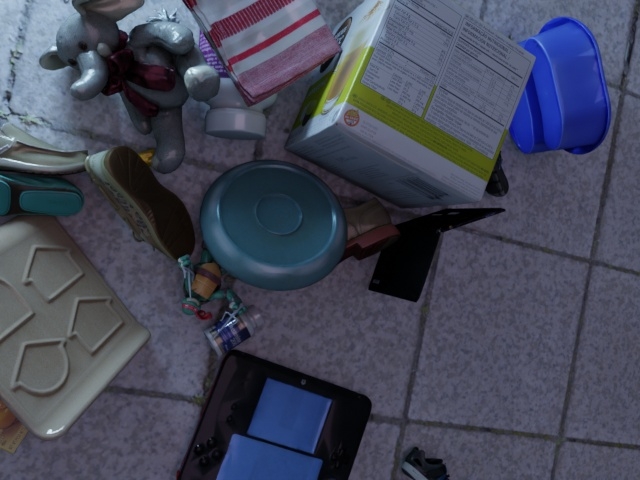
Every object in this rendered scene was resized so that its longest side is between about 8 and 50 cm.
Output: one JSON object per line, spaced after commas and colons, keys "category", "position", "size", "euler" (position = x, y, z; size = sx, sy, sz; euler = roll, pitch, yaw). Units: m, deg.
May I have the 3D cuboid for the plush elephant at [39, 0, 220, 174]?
{"category": "plush elephant", "position": [-0.367, -0.329, 1.125], "size": [0.256, 0.272, 0.329], "euler": [0, 63, -34]}

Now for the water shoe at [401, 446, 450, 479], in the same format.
{"category": "water shoe", "position": [0.295, 0.587, 1.504], "size": [0.203, 0.073, 0.080], "euler": [37, 77, -19]}

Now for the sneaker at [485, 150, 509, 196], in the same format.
{"category": "sneaker", "position": [0.415, -0.236, 1.509], "size": [0.106, 0.101, 0.267], "euler": [-33, 103, -19]}

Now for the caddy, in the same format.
{"category": "caddy", "position": [0.586, -0.370, 1.498], "size": [0.179, 0.241, 0.340], "euler": [-18, 98, -15]}

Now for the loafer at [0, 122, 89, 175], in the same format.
{"category": "loafer", "position": [-0.564, -0.171, 1.132], "size": [0.269, 0.102, 0.091], "euler": [2, 93, -23]}

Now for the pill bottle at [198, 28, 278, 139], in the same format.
{"category": "pill bottle", "position": [-0.167, -0.365, 1.244], "size": [0.170, 0.169, 0.301], "euler": [3, 90, -21]}

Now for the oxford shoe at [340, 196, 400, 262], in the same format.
{"category": "oxford shoe", "position": [0.000, 0.000, 1.369], "size": [0.349, 0.123, 0.130], "euler": [-17, 71, -18]}

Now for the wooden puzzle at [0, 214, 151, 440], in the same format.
{"category": "wooden puzzle", "position": [-0.514, 0.142, 1.100], "size": [0.081, 0.322, 0.347], "euler": [-32, 103, 28]}

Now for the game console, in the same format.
{"category": "game console", "position": [-0.097, 0.461, 1.357], "size": [0.387, 0.060, 0.341], "euler": [24, 83, -21]}

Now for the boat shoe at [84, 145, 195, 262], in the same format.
{"category": "boat shoe", "position": [-0.350, -0.067, 1.211], "size": [0.285, 0.090, 0.104], "euler": [62, 38, -35]}

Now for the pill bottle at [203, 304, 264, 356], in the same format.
{"category": "pill bottle", "position": [-0.185, 0.191, 1.309], "size": [0.120, 0.067, 0.067], "euler": [-32, 102, -17]}

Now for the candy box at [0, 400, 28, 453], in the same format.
{"category": "candy box", "position": [-0.652, 0.233, 1.119], "size": [0.317, 0.088, 0.182], "euler": [36, 79, -19]}

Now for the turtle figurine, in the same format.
{"category": "turtle figurine", "position": [-0.232, 0.076, 1.262], "size": [0.175, 0.118, 0.234], "euler": [38, 63, -33]}

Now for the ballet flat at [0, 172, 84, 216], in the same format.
{"category": "ballet flat", "position": [-0.576, -0.088, 1.136], "size": [0.248, 0.087, 0.083], "euler": [4, 110, -32]}

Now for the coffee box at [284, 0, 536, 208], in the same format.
{"category": "coffee box", "position": [0.173, -0.289, 1.287], "size": [0.338, 0.338, 0.334], "euler": [25, 83, -19]}

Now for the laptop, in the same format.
{"category": "laptop", "position": [0.257, 0.023, 1.385], "size": [0.265, 0.234, 0.136], "euler": [-18, 99, -20]}

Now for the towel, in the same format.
{"category": "towel", "position": [-0.126, -0.450, 1.147], "size": [0.237, 0.037, 0.328], "euler": [-38, 107, -20]}

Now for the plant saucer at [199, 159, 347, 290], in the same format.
{"category": "plant saucer", "position": [-0.090, -0.047, 1.269], "size": [0.318, 0.043, 0.317], "euler": [7, 61, -12]}

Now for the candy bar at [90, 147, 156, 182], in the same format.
{"category": "candy bar", "position": [-0.394, -0.155, 1.243], "size": [0.162, 0.018, 0.040], "euler": [-22, 96, -19]}
